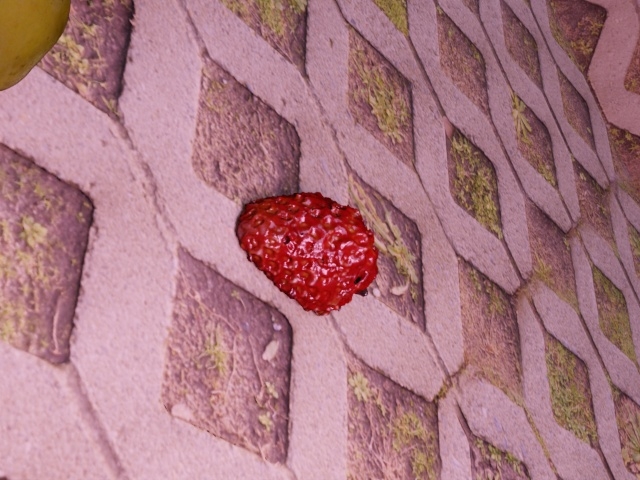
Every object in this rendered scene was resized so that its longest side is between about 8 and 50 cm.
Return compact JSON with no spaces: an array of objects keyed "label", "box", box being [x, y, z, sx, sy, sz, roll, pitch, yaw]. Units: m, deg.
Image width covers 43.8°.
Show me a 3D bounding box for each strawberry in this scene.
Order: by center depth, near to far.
[{"label":"strawberry","box":[0.000,0.000,1.132,0.236,0.111,0.190,21,58,-44]}]

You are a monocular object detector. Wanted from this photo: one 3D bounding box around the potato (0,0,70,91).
[{"label":"potato","box":[-0.368,-0.281,0.736,0.304,0.215,0.216,50,35,-51]}]
